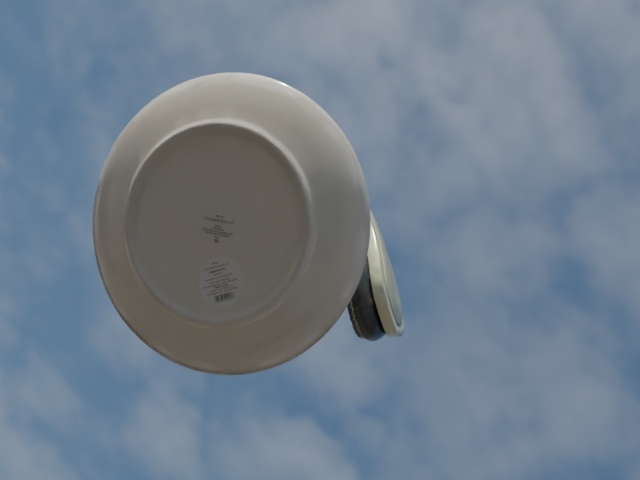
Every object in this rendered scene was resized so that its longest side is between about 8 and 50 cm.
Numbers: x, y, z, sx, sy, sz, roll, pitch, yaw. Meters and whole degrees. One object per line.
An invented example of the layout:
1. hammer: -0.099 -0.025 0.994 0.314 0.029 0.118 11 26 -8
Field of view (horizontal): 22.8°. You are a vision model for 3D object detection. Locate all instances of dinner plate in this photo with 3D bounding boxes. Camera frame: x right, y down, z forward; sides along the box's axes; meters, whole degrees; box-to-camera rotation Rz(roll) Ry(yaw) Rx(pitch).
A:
1. dinner plate: -0.046 -0.008 0.733 0.141 0.017 0.141 0 -89 21

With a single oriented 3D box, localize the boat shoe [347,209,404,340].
1. boat shoe: 0.000 0.000 1.034 0.233 0.079 0.084 -116 -174 -57
